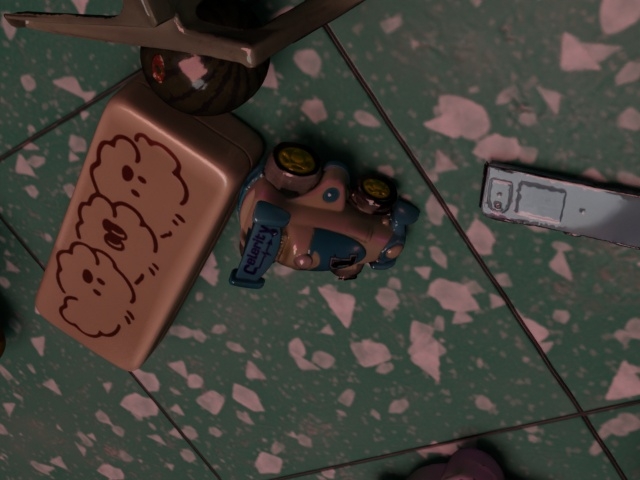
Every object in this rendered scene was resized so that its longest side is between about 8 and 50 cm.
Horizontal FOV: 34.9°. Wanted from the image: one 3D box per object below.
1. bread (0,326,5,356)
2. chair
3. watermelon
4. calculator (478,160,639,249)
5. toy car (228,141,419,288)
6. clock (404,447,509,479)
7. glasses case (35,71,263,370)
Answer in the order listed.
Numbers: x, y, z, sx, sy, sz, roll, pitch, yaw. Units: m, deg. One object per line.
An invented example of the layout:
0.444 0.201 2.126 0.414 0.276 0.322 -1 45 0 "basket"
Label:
-0.457 0.111 1.261 0.189 0.077 0.114 -1 104 28 "bread"
-0.089 -0.255 0.740 0.274 0.190 0.203 18 132 25 "chair"
-0.089 -0.155 0.843 0.133 0.105 0.105 4 130 54 "watermelon"
0.218 -0.026 0.850 0.172 0.018 0.057 13 130 18 "calculator"
0.000 0.000 0.912 0.161 0.098 0.126 18 133 -8 "toy car"
0.177 0.344 1.108 0.248 0.090 0.227 47 131 -10 "clock"
-0.182 -0.008 1.027 0.144 0.076 0.336 32 133 1 "glasses case"
